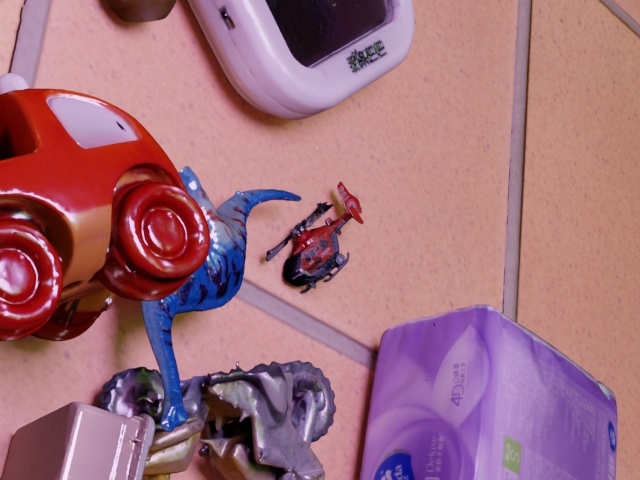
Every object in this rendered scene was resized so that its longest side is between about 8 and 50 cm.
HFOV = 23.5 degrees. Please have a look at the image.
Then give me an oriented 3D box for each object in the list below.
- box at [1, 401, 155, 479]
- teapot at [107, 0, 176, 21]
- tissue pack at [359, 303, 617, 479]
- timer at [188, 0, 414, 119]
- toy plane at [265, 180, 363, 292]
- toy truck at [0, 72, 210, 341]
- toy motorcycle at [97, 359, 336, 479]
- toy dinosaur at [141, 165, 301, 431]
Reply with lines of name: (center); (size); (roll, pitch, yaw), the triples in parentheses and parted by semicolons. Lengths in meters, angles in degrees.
box: (-0.178, 0.166, 1.089); (0.062, 0.122, 0.089); (27, 56, -27)
teapot: (-0.175, -0.225, 1.294); (0.110, 0.085, 0.080); (-10, 109, -23)
tissue pack: (0.151, 0.256, 1.415); (0.242, 0.160, 0.338); (37, 50, -39)
timer: (-0.026, -0.243, 1.440); (0.262, 0.087, 0.237); (-37, 105, -49)
toy plane: (0.000, 0.000, 1.425); (0.060, 0.037, 0.145); (52, 46, -9)
toy truck: (-0.229, -0.042, 1.046); (0.265, 0.189, 0.239); (-15, 84, -41)
toy motorcycle: (-0.073, 0.163, 1.235); (0.229, 0.094, 0.129); (2, 80, -40)
toy dinosaur: (-0.108, 0.004, 1.239); (0.144, 0.076, 0.329); (46, 34, -15)
